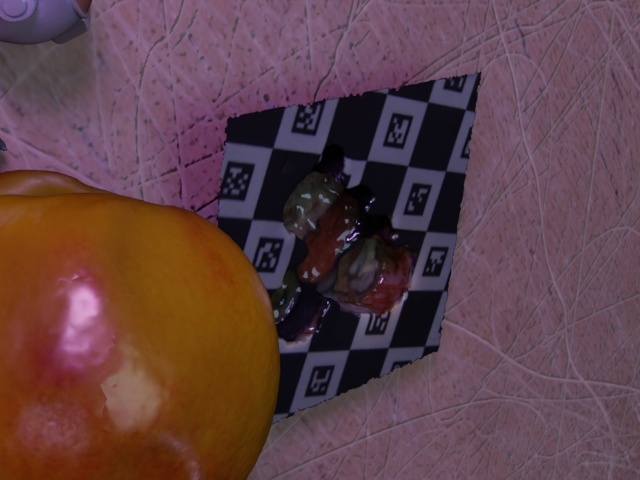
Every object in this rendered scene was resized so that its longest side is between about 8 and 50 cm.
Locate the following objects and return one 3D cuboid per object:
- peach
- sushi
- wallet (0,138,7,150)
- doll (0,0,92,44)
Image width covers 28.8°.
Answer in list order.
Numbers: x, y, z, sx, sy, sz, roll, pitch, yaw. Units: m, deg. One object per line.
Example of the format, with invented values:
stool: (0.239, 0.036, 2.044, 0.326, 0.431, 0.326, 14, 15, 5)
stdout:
peach: (-0.170, 0.111, 0.867, 0.289, 0.289, 0.308, -3, 103, -46)
sushi: (0.000, 0.000, 1.174, 0.339, 0.069, 0.320, -18, 123, -42)
wallet: (-0.312, -0.106, 0.832, 0.122, 0.031, 0.232, -52, 136, -27)
doll: (-0.225, -0.249, 0.808, 0.151, 0.151, 0.287, -42, 136, -29)
